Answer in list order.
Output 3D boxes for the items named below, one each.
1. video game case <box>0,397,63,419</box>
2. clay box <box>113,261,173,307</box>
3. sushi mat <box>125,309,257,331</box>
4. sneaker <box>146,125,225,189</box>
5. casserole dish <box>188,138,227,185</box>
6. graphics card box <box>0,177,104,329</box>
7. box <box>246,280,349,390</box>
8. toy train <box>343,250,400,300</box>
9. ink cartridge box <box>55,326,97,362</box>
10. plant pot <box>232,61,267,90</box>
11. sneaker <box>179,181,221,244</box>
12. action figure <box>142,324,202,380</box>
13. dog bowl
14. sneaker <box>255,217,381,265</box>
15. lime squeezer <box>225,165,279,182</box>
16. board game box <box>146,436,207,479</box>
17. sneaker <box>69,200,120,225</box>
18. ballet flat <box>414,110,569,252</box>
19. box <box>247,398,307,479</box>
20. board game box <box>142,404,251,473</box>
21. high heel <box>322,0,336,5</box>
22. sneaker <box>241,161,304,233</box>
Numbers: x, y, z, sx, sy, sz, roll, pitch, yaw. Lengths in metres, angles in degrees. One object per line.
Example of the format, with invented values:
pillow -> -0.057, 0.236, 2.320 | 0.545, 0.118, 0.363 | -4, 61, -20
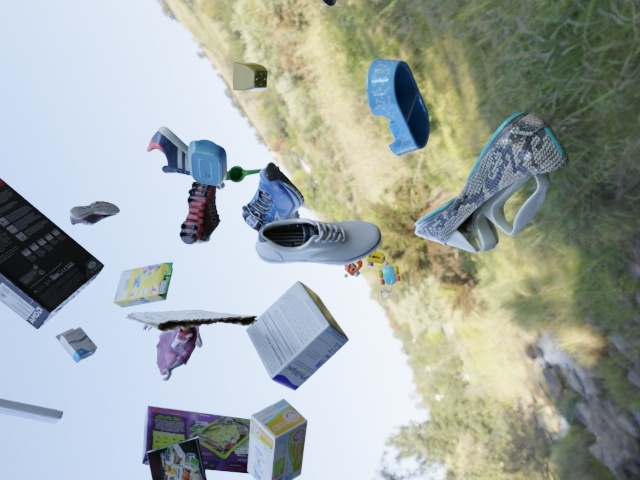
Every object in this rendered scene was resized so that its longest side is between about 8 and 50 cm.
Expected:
video game case -> -0.776, 0.436, 1.381 | 0.201, 0.183, 0.023 | 21, -120, -21
clay box -> -0.596, 0.152, 1.843 | 0.053, 0.222, 0.127 | 53, -147, -50
sushi mat -> -0.233, 0.133, 0.917 | 0.316, 0.151, 0.019 | -10, 80, 62
sneaker -> -0.557, -0.304, 2.205 | 0.350, 0.148, 0.131 | 41, 178, -9
casserole dish -> -0.333, -0.221, 1.574 | 0.188, 0.114, 0.037 | 106, 175, -58
graphics card box -> -0.765, 0.021, 1.348 | 0.371, 0.094, 0.233 | 41, -151, -10
box -> -0.042, 0.167, 0.945 | 0.072, 0.137, 0.126 | 43, -174, -44
toy train -> 0.153, 0.092, 1.551 | 0.166, 0.125, 0.046 | 38, -175, 17
ink cartridge box -> -0.550, 0.228, 1.207 | 0.083, 0.028, 0.048 | 43, -146, 13
plant pot -> -0.199, -0.474, 1.566 | 0.083, 0.081, 0.081 | 25, 118, 41
sneaker -> -0.424, -0.112, 1.967 | 0.135, 0.097, 0.276 | 19, -97, -57
action figure -> -0.543, 0.412, 2.125 | 0.370, 0.275, 0.248 | -40, 66, 54
dog bowl -> 0.219, -0.361, 1.459 | 0.297, 0.074, 0.166 | 53, -130, -42
sneaker -> 0.000, 0.000, 1.063 | 0.091, 0.258, 0.094 | 103, 157, -68
lime squeezer -> -0.296, -0.218, 1.782 | 0.110, 0.310, 0.059 | -10, -82, -75
board game box -> -0.357, 0.658, 1.392 | 0.030, 0.136, 0.260 | 154, 104, -73
sneaker -> -0.722, -0.082, 1.710 | 0.158, 0.065, 0.061 | -10, -129, -39
ballet flat -> 0.367, -0.077, 1.197 | 0.182, 0.164, 0.483 | 56, 151, 14
box -> -0.115, 0.539, 1.408 | 0.103, 0.114, 0.203 | 30, 125, 40
board game box -> -0.346, 0.592, 1.593 | 0.347, 0.056, 0.208 | 15, -160, -20
high heel -> 0.000, -0.480, 0.931 | 0.186, 0.093, 0.261 | 58, -168, -33
sneaker -> -0.136, -0.089, 1.471 | 0.130, 0.147, 0.330 | 48, 164, 17
